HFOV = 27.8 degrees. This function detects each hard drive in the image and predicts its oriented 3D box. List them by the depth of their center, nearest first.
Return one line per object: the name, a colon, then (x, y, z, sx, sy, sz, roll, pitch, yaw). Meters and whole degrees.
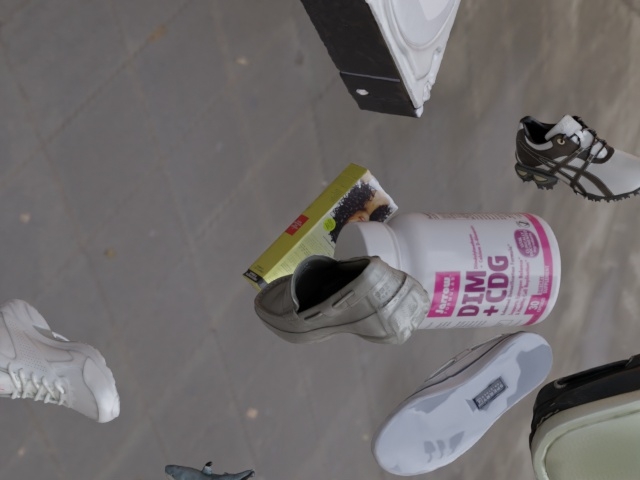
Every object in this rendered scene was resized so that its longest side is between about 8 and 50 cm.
hard drive: (0.044, -0.266, 0.915, 0.339, 0.064, 0.236, 54, 50, -61)

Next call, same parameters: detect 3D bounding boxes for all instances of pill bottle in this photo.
pill bottle: (0.171, 0.041, 1.777, 0.283, 0.160, 0.160, -1, 112, -21)

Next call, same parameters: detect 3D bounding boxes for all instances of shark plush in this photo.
shark plush: (-0.192, 0.409, 2.209, 0.073, 0.161, 0.067, -24, 102, -55)

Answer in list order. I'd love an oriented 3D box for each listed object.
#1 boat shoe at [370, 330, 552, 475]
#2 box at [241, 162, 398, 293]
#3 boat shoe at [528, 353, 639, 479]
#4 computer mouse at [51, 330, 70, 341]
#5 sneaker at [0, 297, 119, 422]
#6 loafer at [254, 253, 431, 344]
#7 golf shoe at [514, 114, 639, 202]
boat shoe: (0.164, 0.196, 1.566, 0.258, 0.084, 0.095, -28, 101, -18)
box: (0.000, 0.000, 1.866, 0.232, 0.058, 0.087, -46, 120, -8)
boat shoe: (0.341, 0.132, 1.101, 0.113, 0.340, 0.127, -93, 164, -66)
computer mouse: (-0.456, 0.153, 1.916, 0.193, 0.042, 0.106, 26, 70, -20)
sneaker: (-0.338, 0.162, 1.535, 0.115, 0.232, 0.090, -32, 137, -42)
loafer: (0.007, 0.061, 1.575, 0.111, 0.319, 0.112, 48, 63, -22)
golf shoe: (0.325, -0.106, 1.606, 0.077, 0.198, 0.093, -46, 133, -38)
